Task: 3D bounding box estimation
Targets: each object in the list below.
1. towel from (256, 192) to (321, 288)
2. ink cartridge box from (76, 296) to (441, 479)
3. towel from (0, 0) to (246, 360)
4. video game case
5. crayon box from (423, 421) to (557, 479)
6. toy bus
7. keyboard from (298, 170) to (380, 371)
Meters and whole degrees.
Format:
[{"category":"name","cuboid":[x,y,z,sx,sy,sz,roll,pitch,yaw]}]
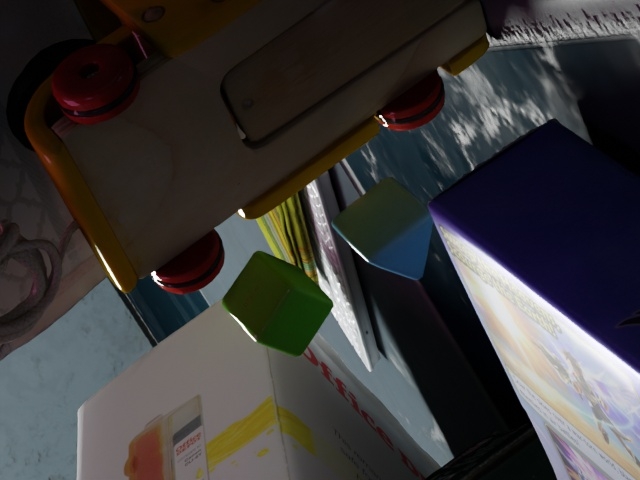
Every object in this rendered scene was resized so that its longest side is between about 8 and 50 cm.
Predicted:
[{"category":"towel","cuboid":[-0.039,-0.046,1.154,0.102,0.021,0.237,61,174,23]},{"category":"ink cartridge box","cuboid":[0.001,0.240,1.089,0.279,0.160,0.385,50,-167,-24]},{"category":"towel","cuboid":[-0.143,-0.143,0.706,0.053,0.317,0.332,-18,109,38]},{"category":"video game case","cuboid":[0.161,0.111,0.611,0.269,0.061,0.244,42,164,54]},{"category":"crayon box","cuboid":[0.165,0.244,0.972,0.318,0.081,0.202,55,170,5]},{"category":"toy bus","cuboid":[-0.043,-0.067,0.663,0.202,0.191,0.104,5,-153,-40]},{"category":"keyboard","cuboid":[0.000,0.000,1.182,0.072,0.014,0.256,51,169,29]}]
